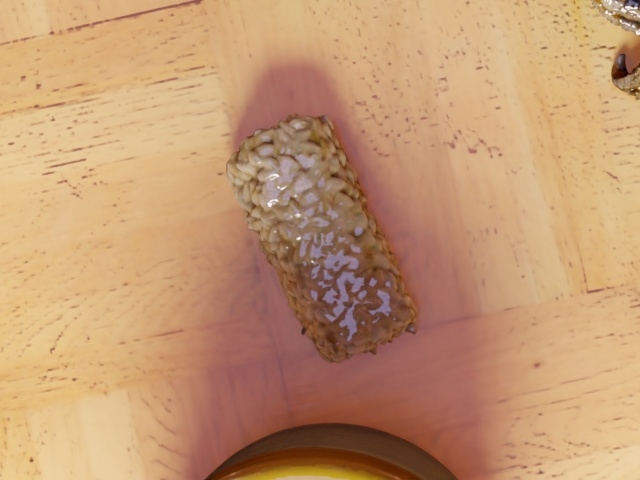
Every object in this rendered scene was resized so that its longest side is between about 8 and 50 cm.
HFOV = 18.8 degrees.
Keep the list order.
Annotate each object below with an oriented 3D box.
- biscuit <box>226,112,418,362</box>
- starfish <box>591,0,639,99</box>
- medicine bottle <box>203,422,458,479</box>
[{"bbox_3d":[0.000,0.000,1.289,0.082,0.070,0.168,-24,87,-5],"label":"biscuit"},{"bbox_3d":[0.265,-0.126,1.210,0.213,0.238,0.057,20,57,5],"label":"starfish"},{"bbox_3d":[0.001,0.242,1.211,0.237,0.232,0.238,0,90,3],"label":"medicine bottle"}]
